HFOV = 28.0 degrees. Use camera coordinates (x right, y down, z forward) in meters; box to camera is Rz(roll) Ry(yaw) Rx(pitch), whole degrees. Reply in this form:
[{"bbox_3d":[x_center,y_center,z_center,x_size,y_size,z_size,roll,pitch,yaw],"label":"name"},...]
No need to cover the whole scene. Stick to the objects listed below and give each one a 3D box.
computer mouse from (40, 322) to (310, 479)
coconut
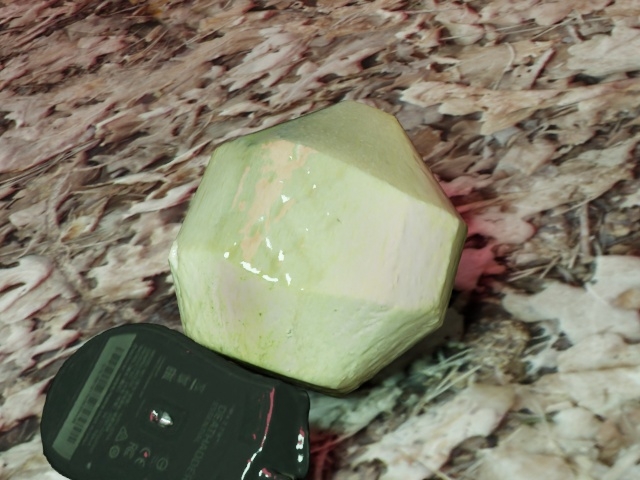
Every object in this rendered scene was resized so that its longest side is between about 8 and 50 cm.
[{"bbox_3d":[-0.105,0.156,1.013,0.264,0.088,0.147,20,79,41],"label":"computer mouse"},{"bbox_3d":[0.000,0.000,1.089,0.259,0.259,0.259,-14,32,9],"label":"coconut"}]
